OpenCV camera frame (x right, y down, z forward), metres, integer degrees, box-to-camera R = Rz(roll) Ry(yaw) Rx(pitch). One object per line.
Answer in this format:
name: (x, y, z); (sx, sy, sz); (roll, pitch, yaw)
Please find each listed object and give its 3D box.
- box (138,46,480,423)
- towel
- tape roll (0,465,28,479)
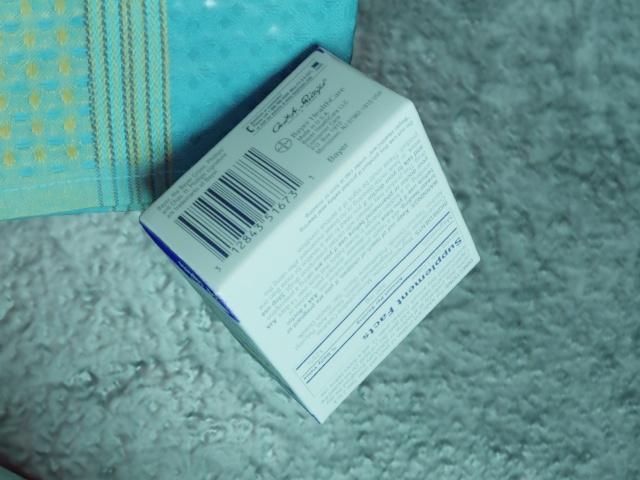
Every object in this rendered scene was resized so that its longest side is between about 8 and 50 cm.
box: (0.000, 0.000, 0.582); (0.126, 0.072, 0.137); (-44, 141, -11)
towel: (-0.108, -0.172, 0.510); (0.271, 0.040, 0.370); (-5, 125, -14)
tape roll: (-0.130, 0.215, 0.492); (0.246, 0.246, 0.169); (35, 82, -11)
